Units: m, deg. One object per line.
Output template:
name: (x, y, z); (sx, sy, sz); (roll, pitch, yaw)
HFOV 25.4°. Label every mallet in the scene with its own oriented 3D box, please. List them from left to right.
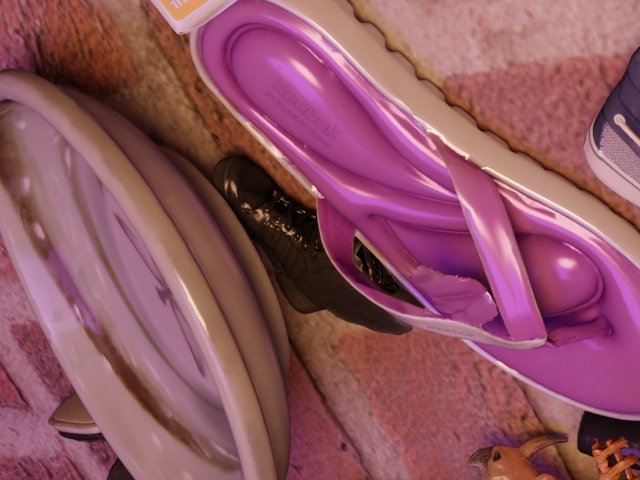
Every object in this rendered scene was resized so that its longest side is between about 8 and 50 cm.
mallet: (0.174, 0.194, 0.967); (0.062, 0.190, 0.039); (20, 153, 30)

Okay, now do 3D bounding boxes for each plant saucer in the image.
plant saucer: (-0.121, 0.043, 1.061); (0.400, 0.100, 0.400); (46, 153, 32)

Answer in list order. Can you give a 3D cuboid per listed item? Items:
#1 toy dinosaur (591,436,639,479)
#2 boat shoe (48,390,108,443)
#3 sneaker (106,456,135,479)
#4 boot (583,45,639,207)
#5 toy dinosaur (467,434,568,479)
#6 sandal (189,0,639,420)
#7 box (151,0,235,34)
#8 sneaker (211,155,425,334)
toy dinosaur: (0.289, 0.251, 0.902); (0.164, 0.218, 0.322); (-1, 125, 40)
boat shoe: (-0.154, 0.165, 1.272); (0.233, 0.084, 0.079); (-7, 122, 38)
sneaker: (-0.062, 0.271, 1.301); (0.286, 0.109, 0.130); (34, 135, -7)
boot: (0.239, -0.032, 0.790); (0.190, 0.069, 0.086); (32, 146, 11)
toy dinosaur: (0.236, 0.276, 1.048); (0.295, 0.200, 0.127); (28, 164, -28)
sandal: (0.067, -0.003, 0.927); (0.416, 0.102, 0.169); (39, 141, 0)
box: (-0.089, -0.237, 0.801); (0.103, 0.114, 0.203); (-31, 105, 25)
sneaker: (-0.001, 0.002, 1.030); (0.089, 0.051, 0.170); (-11, 122, 41)
